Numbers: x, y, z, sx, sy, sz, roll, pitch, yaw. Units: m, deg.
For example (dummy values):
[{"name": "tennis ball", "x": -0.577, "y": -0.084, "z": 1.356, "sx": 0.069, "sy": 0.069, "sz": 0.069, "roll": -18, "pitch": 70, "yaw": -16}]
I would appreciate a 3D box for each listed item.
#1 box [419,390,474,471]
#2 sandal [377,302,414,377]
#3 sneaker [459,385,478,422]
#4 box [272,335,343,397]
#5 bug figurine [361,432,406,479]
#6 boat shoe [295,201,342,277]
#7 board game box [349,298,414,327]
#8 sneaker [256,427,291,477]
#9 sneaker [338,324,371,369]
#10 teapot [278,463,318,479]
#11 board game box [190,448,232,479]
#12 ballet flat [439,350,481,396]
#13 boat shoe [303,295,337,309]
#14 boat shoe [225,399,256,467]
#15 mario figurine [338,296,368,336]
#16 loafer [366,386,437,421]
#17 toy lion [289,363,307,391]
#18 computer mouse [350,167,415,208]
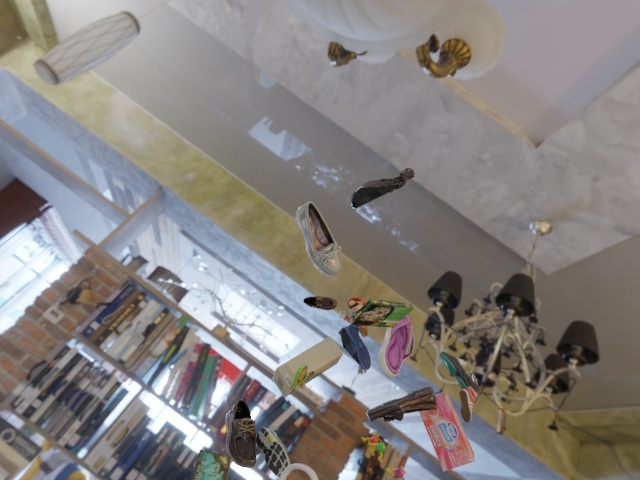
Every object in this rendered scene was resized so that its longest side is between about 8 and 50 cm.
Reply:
[{"name": "box", "x": 0.583, "y": 0.881, "z": 1.950, "sx": 0.300, "sy": 0.153, "sz": 0.142, "roll": 70, "pitch": 13, "yaw": 18}, {"name": "sandal", "x": 0.362, "y": 0.433, "z": 1.846, "sx": 0.102, "sy": 0.416, "sz": 0.169, "roll": -25, "pitch": -68, "yaw": 34}, {"name": "sneaker", "x": 0.524, "y": 0.574, "z": 1.472, "sx": 0.042, "sy": 0.066, "sz": 0.119, "roll": -1, "pitch": -84, "yaw": 49}, {"name": "box", "x": -0.049, "y": 0.501, "z": 1.668, "sx": 0.094, "sy": 0.274, "sz": 0.113, "roll": 50, "pitch": -35, "yaw": 25}, {"name": "bug figurine", "x": 0.288, "y": 0.942, "z": 1.782, "sx": 0.279, "sy": 0.072, "sz": 0.216, "roll": 51, "pitch": -15, "yaw": 25}, {"name": "boat shoe", "x": 0.002, "y": -0.002, "z": 1.684, "sx": 0.321, "sy": 0.118, "sz": 0.103, "roll": 67, "pitch": -23, "yaw": 1}, {"name": "board game box", "x": 0.244, "y": 0.289, "z": 1.641, "sx": 0.259, "sy": 0.136, "sz": 0.030, "roll": 14, "pitch": 34, "yaw": -42}, {"name": "sneaker", "x": -0.190, "y": 0.945, "z": 1.879, "sx": 0.109, "sy": 0.107, "sz": 0.275, "roll": 34, "pitch": -1, "yaw": -33}, {"name": "sneaker", "x": 0.167, "y": 0.535, "z": 2.070, "sx": 0.090, "sy": 0.081, "sz": 0.233, "roll": -36, "pitch": -108, "yaw": 41}, {"name": "teapot", "x": -0.031, "y": 0.703, "z": 0.954, "sx": 0.187, "sy": 0.253, "sz": 0.256, "roll": -33, "pitch": -78, "yaw": 16}, {"name": "board game box", "x": -0.404, "y": 0.869, "z": 1.506, "sx": 0.126, "sy": 0.186, "sz": 0.026, "roll": 20, "pitch": -41, "yaw": -12}, {"name": "ballet flat", "x": 0.534, "y": 0.501, "z": 1.580, "sx": 0.074, "sy": 0.074, "sz": 0.203, "roll": 83, "pitch": -20, "yaw": -52}, {"name": "boat shoe", "x": -0.004, "y": 0.347, "z": 2.327, "sx": 0.206, "sy": 0.073, "sz": 0.073, "roll": -6, "pitch": -19, "yaw": 38}, {"name": "boat shoe", "x": -0.368, "y": 0.884, "z": 1.942, "sx": 0.132, "sy": 0.131, "sz": 0.355, "roll": 12, "pitch": 16, "yaw": -28}, {"name": "mario figurine", "x": 0.206, "y": 0.445, "z": 2.526, "sx": 0.197, "sy": 0.321, "sz": 0.170, "roll": 2, "pitch": -62, "yaw": 3}, {"name": "loafer", "x": 0.337, "y": 0.684, "z": 1.694, "sx": 0.109, "sy": 0.302, "sz": 0.095, "roll": 109, "pitch": -37, "yaw": -67}, {"name": "toy lion", "x": -0.071, "y": 0.493, "z": 1.516, "sx": 0.034, "sy": 0.096, "sz": 0.100, "roll": 22, "pitch": -5, "yaw": 22}, {"name": "computer mouse", "x": 0.219, "y": -0.207, "z": 1.606, "sx": 0.272, "sy": 0.188, "sz": 0.072, "roll": -25, "pitch": -80, "yaw": 34}]
